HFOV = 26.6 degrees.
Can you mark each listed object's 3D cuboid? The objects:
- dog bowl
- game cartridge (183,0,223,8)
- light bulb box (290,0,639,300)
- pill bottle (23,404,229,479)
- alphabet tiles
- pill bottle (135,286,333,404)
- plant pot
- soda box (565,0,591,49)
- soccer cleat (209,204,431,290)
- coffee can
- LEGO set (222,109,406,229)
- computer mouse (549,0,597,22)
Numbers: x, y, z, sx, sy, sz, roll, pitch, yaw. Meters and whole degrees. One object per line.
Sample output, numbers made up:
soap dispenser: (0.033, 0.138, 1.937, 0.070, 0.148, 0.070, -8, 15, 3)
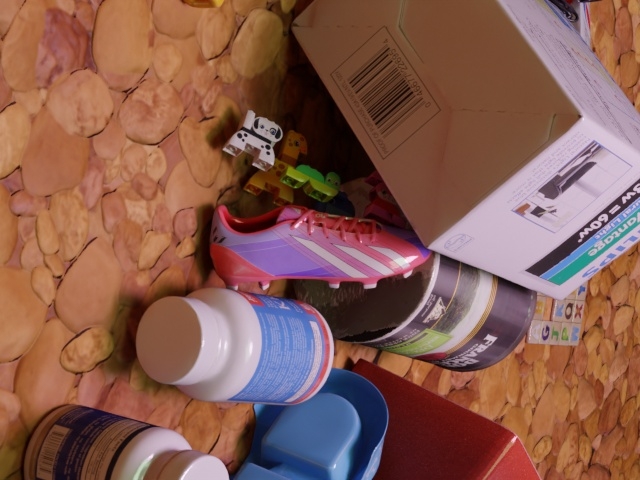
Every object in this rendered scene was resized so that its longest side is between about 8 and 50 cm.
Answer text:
dog bowl: (-0.033, 0.280, 1.569, 0.297, 0.166, 0.074, -52, 148, -35)
game cartridge: (-0.126, -0.449, 1.372, 0.285, 0.053, 0.323, 49, 56, -47)
light bulb box: (0.211, -0.153, 1.606, 0.225, 0.358, 0.361, -40, 149, 19)
pill bottle: (-0.185, 0.230, 1.309, 0.112, 0.187, 0.112, -18, 112, -52)
alphabet tiles: (0.408, 0.058, 2.266, 0.198, 0.009, 0.237, 8, 91, -55)
pill bottle: (-0.093, 0.115, 1.469, 0.221, 0.124, 0.124, 13, 86, -56)
plant pot: (0.117, 0.353, 1.728, 0.236, 0.267, 0.267, -49, 135, -19)
soda box: (0.357, -0.306, 1.995, 0.216, 0.074, 0.069, -80, 153, -44)
soccer cleat: (0.000, 0.000, 1.501, 0.083, 0.248, 0.095, -97, -177, -69)
coffee can: (0.122, 0.048, 1.693, 0.275, 0.201, 0.201, 20, 81, -54)
LEGO set: (-0.011, -0.084, 1.556, 0.227, 0.087, 0.093, 26, 59, -18)
computer mouse: (0.354, -0.410, 1.977, 0.262, 0.184, 0.060, -38, 167, -35)
